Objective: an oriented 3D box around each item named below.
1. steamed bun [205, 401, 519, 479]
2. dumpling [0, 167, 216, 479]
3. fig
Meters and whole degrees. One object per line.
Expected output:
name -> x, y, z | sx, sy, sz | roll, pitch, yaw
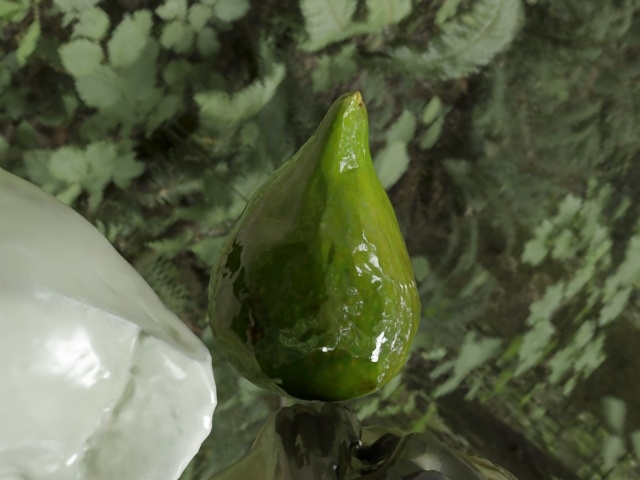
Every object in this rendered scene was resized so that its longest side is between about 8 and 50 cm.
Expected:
steamed bun -> 0.042, 0.267, 0.861 | 0.339, 0.352, 0.247 | -70, 180, -63
dumpling -> -0.172, 0.052, 0.455 | 0.131, 0.252, 0.179 | -74, -172, -77
fig -> 0.000, 0.000, 0.973 | 0.206, 0.206, 0.274 | -33, 131, -66
